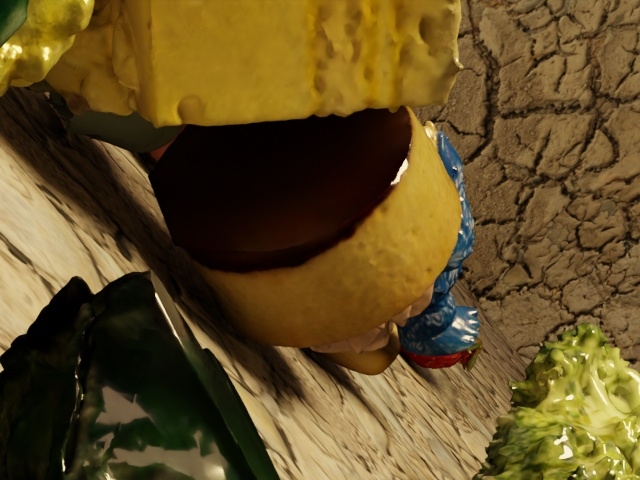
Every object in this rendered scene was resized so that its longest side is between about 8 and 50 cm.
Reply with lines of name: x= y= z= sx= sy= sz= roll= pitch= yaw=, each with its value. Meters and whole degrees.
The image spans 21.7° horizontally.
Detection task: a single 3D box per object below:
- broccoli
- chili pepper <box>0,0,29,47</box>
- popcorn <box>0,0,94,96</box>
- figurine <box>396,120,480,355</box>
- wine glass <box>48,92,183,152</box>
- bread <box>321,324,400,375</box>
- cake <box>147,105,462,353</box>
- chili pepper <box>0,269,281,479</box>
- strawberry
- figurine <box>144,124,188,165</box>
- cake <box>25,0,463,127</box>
broccoli: x=0.296 y=0.186 z=1.223 sx=0.353 sy=0.397 sz=0.275 roll=46 pitch=-20 yaw=24
chili pepper: x=-0.194 y=-0.171 z=0.622 sx=0.233 sy=0.248 sz=0.257 roll=35 pitch=-1 yaw=-13
popcorn: x=-0.210 y=-0.180 z=0.894 sx=0.189 sy=0.218 sz=0.169 roll=34 pitch=45 yaw=23
figurine: x=0.047 y=-0.019 z=1.321 sx=0.164 sy=0.121 sz=0.262 roll=36 pitch=-27 yaw=54
wine glass: x=-0.100 y=-0.099 z=1.233 sx=0.196 sy=0.079 sz=0.079 roll=8 pitch=27 yaw=-27
bread: x=0.013 y=0.070 z=1.399 sx=0.115 sy=0.056 sz=0.082 roll=42 pitch=18 yaw=-14
cake: x=0.000 y=0.000 z=1.176 sx=0.178 sy=0.208 sz=0.185 roll=71 pitch=25 yaw=-44
chili pepper: x=-0.045 y=0.105 z=0.445 sx=0.148 sy=0.116 sz=0.264 roll=49 pitch=6 yaw=-22
strawberry: x=0.102 y=0.081 z=1.884 sx=0.187 sy=0.082 sz=0.146 roll=42 pitch=0 yaw=0
figurine: x=-0.063 y=-0.101 z=1.435 sx=0.207 sy=0.166 sz=0.387 roll=29 pitch=-14 yaw=48
cake: x=-0.071 y=-0.205 z=1.078 sx=0.222 sy=0.286 sz=0.227 roll=-125 pitch=-149 yaw=-62
